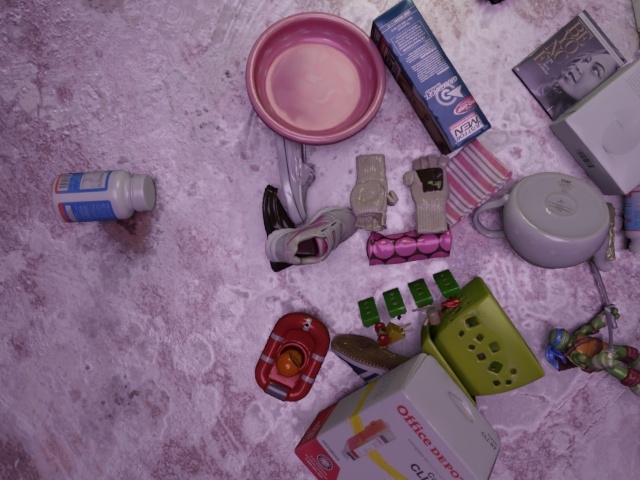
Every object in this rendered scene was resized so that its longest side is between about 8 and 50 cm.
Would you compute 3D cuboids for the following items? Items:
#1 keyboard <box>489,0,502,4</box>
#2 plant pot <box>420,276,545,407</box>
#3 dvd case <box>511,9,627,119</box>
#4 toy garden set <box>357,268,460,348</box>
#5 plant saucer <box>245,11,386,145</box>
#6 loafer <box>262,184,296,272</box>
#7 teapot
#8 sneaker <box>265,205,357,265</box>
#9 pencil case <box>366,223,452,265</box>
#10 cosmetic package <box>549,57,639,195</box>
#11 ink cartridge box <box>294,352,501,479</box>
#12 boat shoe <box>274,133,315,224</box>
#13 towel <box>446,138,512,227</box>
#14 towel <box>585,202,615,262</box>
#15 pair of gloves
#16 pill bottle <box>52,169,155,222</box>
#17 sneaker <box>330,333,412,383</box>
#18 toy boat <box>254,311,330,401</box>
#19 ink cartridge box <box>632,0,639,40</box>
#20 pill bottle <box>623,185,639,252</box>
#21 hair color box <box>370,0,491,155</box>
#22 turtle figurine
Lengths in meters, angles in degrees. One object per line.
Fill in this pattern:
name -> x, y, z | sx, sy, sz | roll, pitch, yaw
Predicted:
keyboard -> 0.390, -0.661, 1.546 | 0.100, 0.038, 0.192 | -36, 90, 4
plant pot -> 0.363, 0.246, 1.510 | 0.207, 0.228, 0.227 | -35, 91, 12
dvd case -> 0.606, -0.427, 1.557 | 0.221, 0.018, 0.164 | -39, 90, 4
toy garden set -> 0.221, 0.170, 1.524 | 0.244, 0.204, 0.049 | -20, 111, 4
plant saucer -> -0.012, -0.378, 1.528 | 0.332, 0.084, 0.332 | 1, 78, -4
loafer -> -0.098, -0.033, 1.591 | 0.078, 0.080, 0.220 | -8, 102, -1
teapot -> 0.533, -0.025, 1.504 | 0.252, 0.187, 0.256 | -18, 55, -16
sneaker -> 0.000, 0.000, 1.530 | 0.252, 0.111, 0.103 | -27, 121, -23
pencil case -> 0.216, 0.007, 1.568 | 0.209, 0.098, 0.095 | -6, 138, 3
cosmetic package -> 0.712, -0.261, 1.501 | 0.224, 0.138, 0.224 | -39, 91, 6
ink cartridge box -> 0.171, 0.473, 1.473 | 0.279, 0.160, 0.384 | 49, 126, 0
boat shoe -> -0.053, -0.169, 1.567 | 0.084, 0.095, 0.258 | -10, 94, 8
towel -> 0.346, -0.142, 1.548 | 0.197, 0.029, 0.144 | -41, 59, 4
towel -> 0.669, -0.018, 1.573 | 0.110, 0.027, 0.148 | -3, 94, 4
pair of gloves -> 0.190, -0.117, 1.542 | 0.240, 0.042, 0.204 | 3, 73, 11
pill bottle -> -0.531, -0.110, 1.580 | 0.221, 0.124, 0.124 | -3, 93, 3
sneaker -> 0.146, 0.345, 1.583 | 0.282, 0.099, 0.153 | 19, 122, 21
toy boat -> -0.071, 0.290, 1.564 | 0.151, 0.151, 0.231 | 24, 94, 2
ink cartridge box -> 0.865, -0.502, 1.491 | 0.198, 0.115, 0.273 | -13, 93, 4
pill bottle -> 0.777, -0.053, 1.535 | 0.087, 0.087, 0.160 | -1, 93, 3
hair color box -> 0.251, -0.374, 1.500 | 0.105, 0.174, 0.347 | -33, 91, 4
turtle figurine -> 0.702, 0.241, 1.502 | 0.266, 0.198, 0.275 | 29, 98, -3
